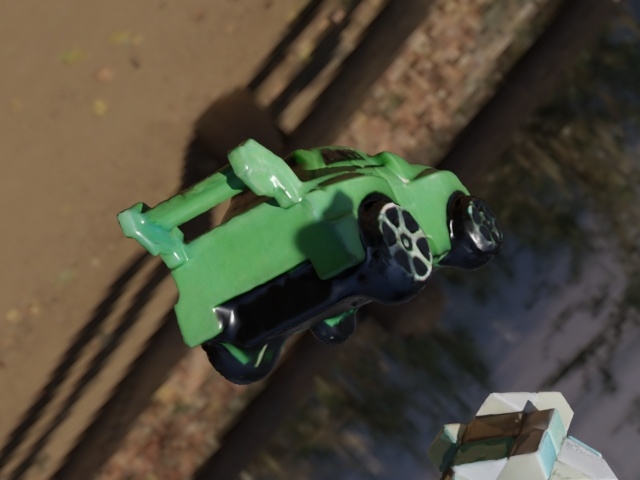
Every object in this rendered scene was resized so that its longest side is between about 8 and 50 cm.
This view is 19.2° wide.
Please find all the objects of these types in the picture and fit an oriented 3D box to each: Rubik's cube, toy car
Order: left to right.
[{"bbox_3d":[0.000,0.000,1.681,0.213,0.176,0.359,-29,175,31],"label":"toy car"},{"bbox_3d":[0.093,0.106,0.886,0.084,0.073,0.075,-20,-160,9],"label":"Rubik's cube"}]
